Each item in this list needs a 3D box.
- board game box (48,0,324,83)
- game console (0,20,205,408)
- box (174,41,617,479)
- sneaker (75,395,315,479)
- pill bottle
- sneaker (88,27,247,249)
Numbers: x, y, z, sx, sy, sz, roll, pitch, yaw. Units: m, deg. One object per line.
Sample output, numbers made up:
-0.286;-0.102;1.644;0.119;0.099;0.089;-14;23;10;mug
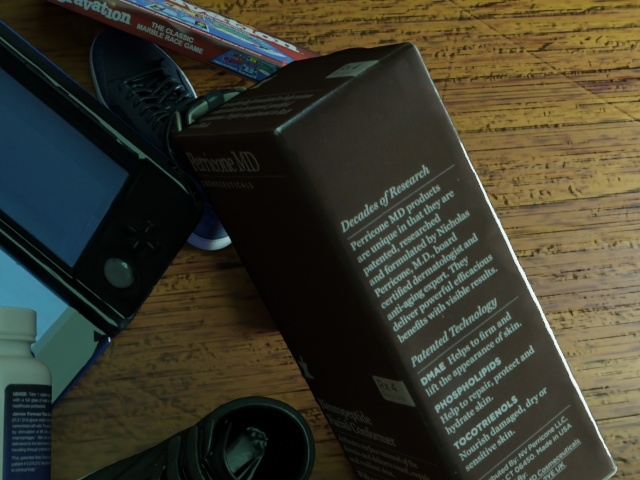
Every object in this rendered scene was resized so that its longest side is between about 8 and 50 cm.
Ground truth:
-0.123;-0.192;1.203;0.281;0.145;0.027;21;105;-7;board game box
-0.285;-0.012;1.074;0.293;0.250;0.173;39;39;1;game console
0.059;0.048;1.048;0.143;0.191;0.381;-33;106;-22;box
-0.129;0.204;1.042;0.295;0.147;0.105;-28;81;-21;sneaker
-0.250;0.137;1.016;0.094;0.094;0.169;2;81;-14;pill bottle
-0.122;-0.118;1.157;0.086;0.163;0.226;-28;78;-21;sneaker
